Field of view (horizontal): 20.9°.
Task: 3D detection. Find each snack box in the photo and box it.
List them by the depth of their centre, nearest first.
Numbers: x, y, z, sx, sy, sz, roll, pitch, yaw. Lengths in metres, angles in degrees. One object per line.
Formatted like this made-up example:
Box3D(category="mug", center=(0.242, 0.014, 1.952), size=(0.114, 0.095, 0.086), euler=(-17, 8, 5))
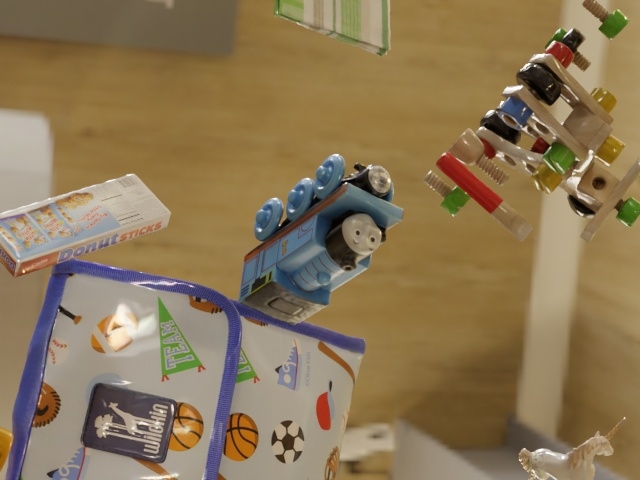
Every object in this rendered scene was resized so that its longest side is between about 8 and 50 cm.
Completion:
Box3D(category="snack box", center=(-0.229, -0.016, 1.633), size=(0.064, 0.178, 0.022), euler=(46, -45, 26))

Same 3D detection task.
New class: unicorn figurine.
Box3D(category="unicorn figurine", center=(0.316, 0.286, 2.168), size=(0.111, 0.162, 0.060), euler=(62, 36, -32))

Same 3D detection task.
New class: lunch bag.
Box3D(category="lunch bag", center=(-0.159, 0.216, 1.875), size=(0.239, 0.385, 0.328), euler=(-2, -108, 47))

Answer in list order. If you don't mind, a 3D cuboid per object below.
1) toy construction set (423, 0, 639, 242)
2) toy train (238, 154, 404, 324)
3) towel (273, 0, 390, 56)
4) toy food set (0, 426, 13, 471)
Box3D(category="toy construction set", center=(0.299, -0.090, 2.155), size=(0.309, 0.237, 0.257), euler=(-45, 176, -39))
Box3D(category="toy train", center=(0.000, 0.000, 1.540), size=(0.184, 0.080, 0.105), euler=(-33, -138, 47))
Box3D(category="towel", center=(0.013, -0.280, 1.987), size=(0.023, 0.152, 0.113), euler=(-35, -133, 49))
Box3D(category="toy food set", center=(-0.272, 0.197, 0.997), size=(0.111, 0.104, 0.232), euler=(-37, -150, 61))
